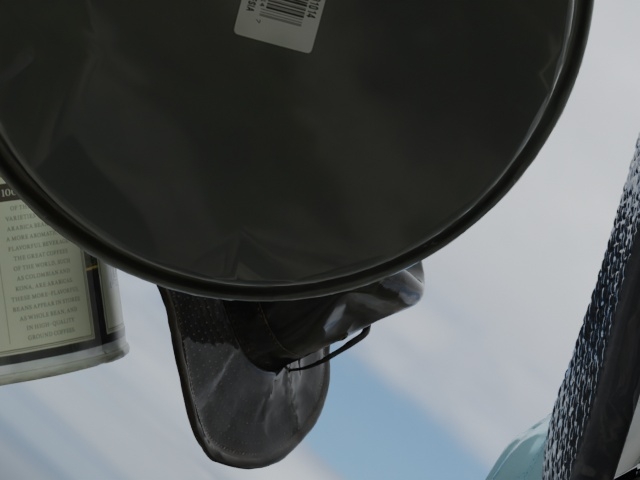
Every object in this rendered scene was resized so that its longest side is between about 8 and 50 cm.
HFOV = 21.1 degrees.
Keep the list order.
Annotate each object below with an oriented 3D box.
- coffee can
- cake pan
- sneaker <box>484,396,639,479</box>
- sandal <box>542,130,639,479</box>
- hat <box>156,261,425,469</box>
[{"bbox_3d":[-0.243,-0.047,1.140,0.201,0.201,0.275,-179,-99,-73],"label":"coffee can"},{"bbox_3d":[-0.021,-0.109,0.726,0.293,0.293,0.054,44,6,-14],"label":"cake pan"},{"bbox_3d":[0.176,0.120,0.988,0.135,0.366,0.150,39,9,-32],"label":"sneaker"},{"bbox_3d":[0.155,0.045,0.806,0.054,0.255,0.097,14,15,-1],"label":"sandal"},{"bbox_3d":[0.000,0.000,1.187,0.133,0.331,0.331,-6,-32,20],"label":"hat"}]
